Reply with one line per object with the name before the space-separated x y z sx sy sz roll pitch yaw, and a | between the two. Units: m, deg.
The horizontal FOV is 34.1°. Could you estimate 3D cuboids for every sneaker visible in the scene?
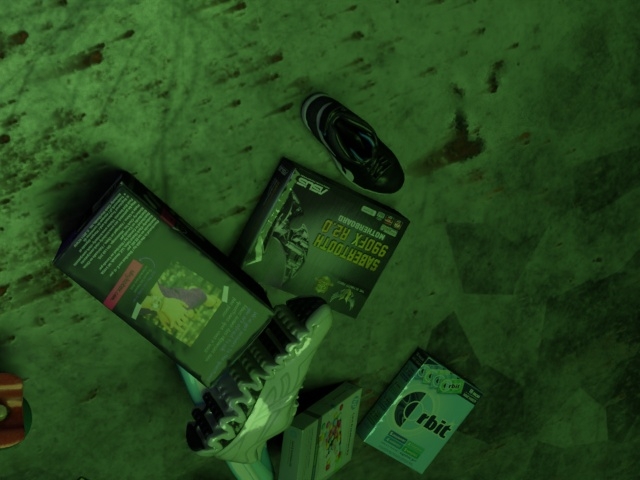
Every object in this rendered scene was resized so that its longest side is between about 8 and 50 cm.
sneaker | -0.085 0.246 1.638 0.208 0.127 0.319 -27 121 -10
sneaker | 0.065 -0.122 1.546 0.079 0.121 0.217 -49 122 2
sneaker | -0.071 0.204 1.517 0.118 0.110 0.292 32 103 -30

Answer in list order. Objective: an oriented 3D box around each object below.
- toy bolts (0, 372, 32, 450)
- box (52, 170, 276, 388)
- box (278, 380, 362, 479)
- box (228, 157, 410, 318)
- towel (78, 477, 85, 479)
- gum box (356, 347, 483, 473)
toy bolts | -0.519 0.226 1.454 0.228 0.158 0.218 4 70 -16
box | -0.211 0.049 1.426 0.270 0.165 0.143 42 91 -13
box | -0.001 0.330 1.707 0.186 0.038 0.145 -25 128 -56
box | 0.000 0.000 1.609 0.231 0.056 0.183 24 100 -31
towel | -0.382 0.416 1.643 0.083 0.009 0.060 -49 122 1
gum box | 0.175 0.301 1.830 0.157 0.041 0.184 35 94 -32
